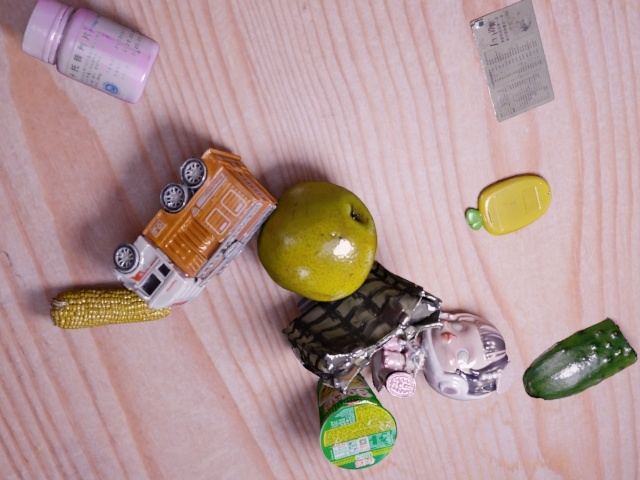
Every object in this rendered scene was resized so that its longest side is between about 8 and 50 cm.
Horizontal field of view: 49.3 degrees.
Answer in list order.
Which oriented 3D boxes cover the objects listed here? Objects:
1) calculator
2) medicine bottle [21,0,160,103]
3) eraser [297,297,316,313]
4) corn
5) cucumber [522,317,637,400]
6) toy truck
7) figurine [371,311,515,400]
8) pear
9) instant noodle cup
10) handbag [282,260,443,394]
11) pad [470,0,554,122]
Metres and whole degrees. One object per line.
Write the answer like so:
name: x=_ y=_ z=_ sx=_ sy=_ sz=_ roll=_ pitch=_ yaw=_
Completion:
calculator: x=0.495 y=-0.089 z=1.832 sx=0.234 sy=0.032 sz=0.146 roll=-23 pitch=113 yaw=-2
medicine bottle: x=-0.484 y=-0.405 z=1.483 sx=0.254 sy=0.152 sz=0.152 roll=21 pitch=107 yaw=-17
eraser: x=0.034 y=0.229 z=1.878 sx=0.082 sy=0.036 sz=0.225 roll=-37 pitch=113 yaw=7
corn: x=-0.518 y=0.161 z=1.730 sx=0.293 sy=0.106 sz=0.106 roll=-5 pitch=112 yaw=-12
cucumber: x=0.742 y=0.360 z=2.015 sx=0.325 sy=0.105 sz=0.145 roll=-27 pitch=114 yaw=5
toy truck: x=-0.288 y=-0.009 z=1.613 sx=0.207 sy=0.173 sz=0.387 roll=44 pitch=103 yaw=15
figurine: x=0.319 y=0.306 z=1.869 sx=0.361 sy=0.253 sz=0.211 roll=-3 pitch=155 yaw=0
pear: x=0.000 y=0.000 z=1.655 sx=0.294 sy=0.294 sz=0.294 roll=-3 pitch=112 yaw=-8
instant noodle cup: x=0.080 y=0.454 z=1.868 sx=0.207 sy=0.233 sz=0.207 roll=-3 pitch=111 yaw=-8
handbag: x=0.095 y=0.208 z=1.691 sx=0.325 sy=0.327 sz=0.163 roll=-35 pitch=106 yaw=-11
pad: x=0.473 y=-0.436 z=1.706 sx=0.159 sy=0.009 sz=0.265 roll=-23 pitch=113 yaw=-1
